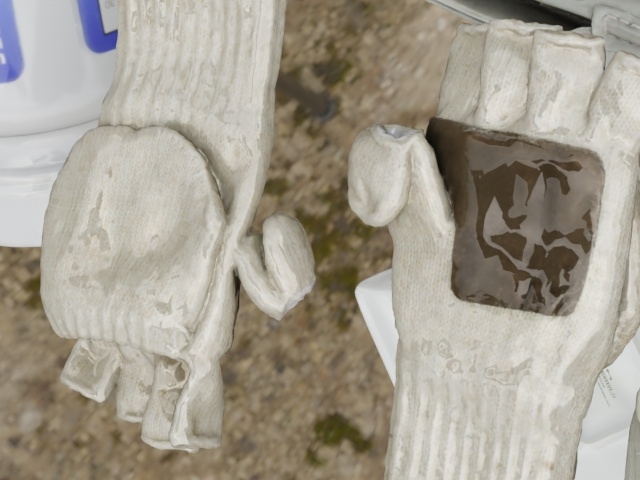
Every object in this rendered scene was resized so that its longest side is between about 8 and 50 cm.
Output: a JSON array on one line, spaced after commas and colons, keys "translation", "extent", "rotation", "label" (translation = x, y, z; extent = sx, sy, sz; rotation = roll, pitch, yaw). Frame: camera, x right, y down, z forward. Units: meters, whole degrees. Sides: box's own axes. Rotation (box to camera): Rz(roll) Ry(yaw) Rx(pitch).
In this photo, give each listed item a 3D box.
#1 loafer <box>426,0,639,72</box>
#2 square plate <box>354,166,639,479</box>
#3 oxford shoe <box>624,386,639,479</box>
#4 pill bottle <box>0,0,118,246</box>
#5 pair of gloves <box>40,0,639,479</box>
[{"translation": [0.170, -0.107, 0.902], "extent": [0.319, 0.112, 0.111], "rotation": [38, 85, 27], "label": "loafer"}, {"translation": [0.248, 0.136, 1.509], "extent": [0.344, 0.049, 0.347], "rotation": [-21, 85, -22], "label": "square plate"}, {"translation": [0.231, 0.074, 0.816], "extent": [0.130, 0.169, 0.449], "rotation": [30, 143, 14], "label": "oxford shoe"}, {"translation": [-0.145, -0.141, 0.767], "extent": [0.152, 0.152, 0.272], "rotation": [1, 118, 16], "label": "pill bottle"}, {"translation": [0.000, 0.000, 0.608], "extent": [0.240, 0.042, 0.204], "rotation": [19, 102, 23], "label": "pair of gloves"}]
